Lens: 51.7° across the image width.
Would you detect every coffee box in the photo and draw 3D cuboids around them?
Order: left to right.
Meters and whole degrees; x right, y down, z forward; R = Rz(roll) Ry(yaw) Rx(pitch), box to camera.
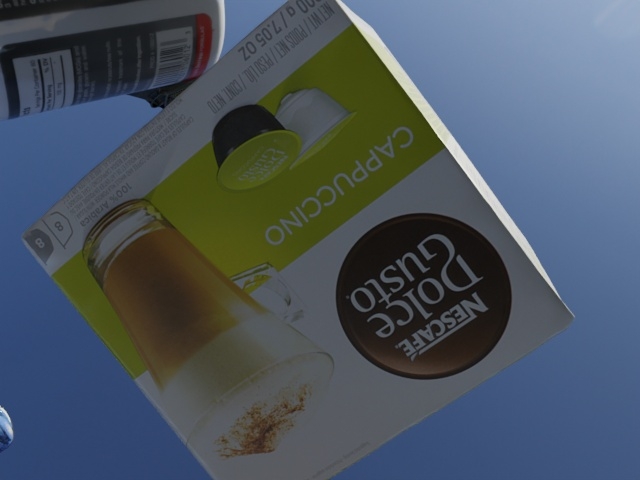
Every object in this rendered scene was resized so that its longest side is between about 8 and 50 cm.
[{"bbox_3d":[0.000,0.000,0.687,0.338,0.338,0.334,-37,-87,15],"label":"coffee box"}]

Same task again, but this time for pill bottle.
[{"bbox_3d":[-0.307,-0.247,0.712,0.363,0.210,0.210,-20,-129,-28],"label":"pill bottle"}]

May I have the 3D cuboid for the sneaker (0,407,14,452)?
[{"bbox_3d":[-0.691,0.332,1.144,0.129,0.330,0.147,-53,-135,5],"label":"sneaker"}]

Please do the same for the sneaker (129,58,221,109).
[{"bbox_3d":[-0.205,-0.206,0.983,0.228,0.087,0.130,-2,-102,-39],"label":"sneaker"}]
